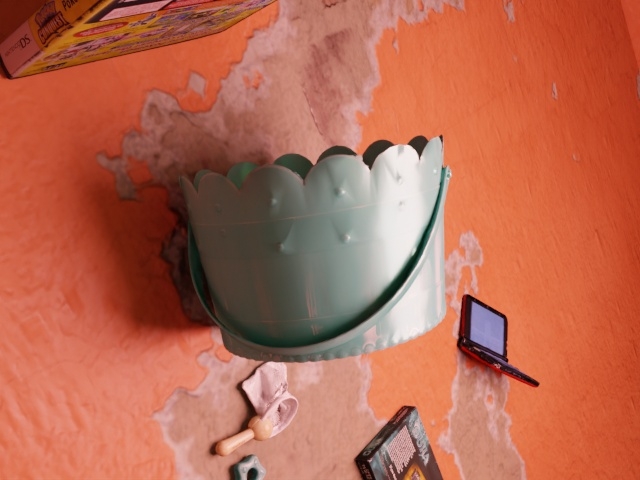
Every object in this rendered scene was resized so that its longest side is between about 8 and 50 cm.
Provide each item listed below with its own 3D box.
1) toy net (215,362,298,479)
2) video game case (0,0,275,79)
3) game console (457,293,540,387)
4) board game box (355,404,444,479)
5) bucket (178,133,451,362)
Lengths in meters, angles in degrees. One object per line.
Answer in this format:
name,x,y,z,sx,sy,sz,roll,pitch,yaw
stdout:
toy net,-0.063,0.248,0.742,0.122,0.045,0.232,42,56,-33
video game case,-0.118,-0.225,0.609,0.275,0.248,0.035,-31,104,-44
game console,0.299,0.166,1.102,0.144,0.124,0.085,27,92,-40
board game box,0.123,0.344,0.934,0.126,0.026,0.186,-33,108,-44
bucket,0.000,0.000,0.693,0.281,0.281,0.183,-19,103,-46
